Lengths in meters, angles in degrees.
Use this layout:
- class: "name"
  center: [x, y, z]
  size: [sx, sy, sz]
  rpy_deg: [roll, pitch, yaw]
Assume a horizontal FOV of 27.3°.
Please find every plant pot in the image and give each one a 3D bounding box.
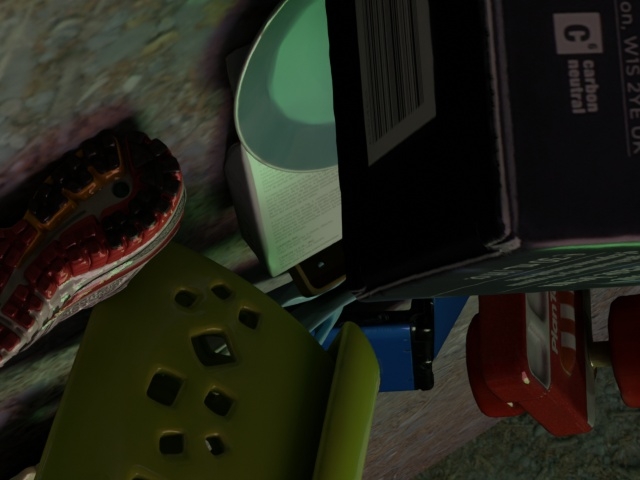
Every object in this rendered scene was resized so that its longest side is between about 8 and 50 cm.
- class: "plant pot"
  center: [-0.087, 0.161, 0.926]
  size: [0.207, 0.227, 0.228]
  rpy_deg: [18, 144, -8]
- class: "plant pot"
  center: [0.000, 0.000, 1.075]
  size: [0.081, 0.081, 0.083]
  rpy_deg: [-29, 174, -17]

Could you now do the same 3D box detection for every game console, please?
- class: "game console"
  center: [0.070, 0.055, 1.427]
  size: [0.250, 0.173, 0.293]
  rpy_deg: [-3, 161, 4]

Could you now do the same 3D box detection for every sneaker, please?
- class: "sneaker"
  center: [-0.174, 0.027, 0.815]
  size: [0.225, 0.088, 0.093]
  rpy_deg: [-32, 164, -5]

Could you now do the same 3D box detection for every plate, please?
- class: "plate"
  center: [0.023, -0.121, 0.832]
  size: [0.188, 0.024, 0.188]
  rpy_deg: [-25, 147, -18]

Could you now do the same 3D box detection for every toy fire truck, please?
- class: "toy fire truck"
  center: [0.197, 0.015, 1.154]
  size: [0.169, 0.302, 0.254]
  rpy_deg: [-7, 154, 23]

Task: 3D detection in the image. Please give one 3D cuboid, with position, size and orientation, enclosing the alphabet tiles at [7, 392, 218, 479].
- class: "alphabet tiles"
  center: [-0.185, 0.188, 1.231]
  size: [0.284, 0.021, 0.278]
  rpy_deg: [-31, 169, 36]

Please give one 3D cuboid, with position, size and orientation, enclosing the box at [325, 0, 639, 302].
- class: "box"
  center: [0.223, -0.092, 0.629]
  size: [0.395, 0.212, 0.293]
  rpy_deg: [-3, 174, -9]

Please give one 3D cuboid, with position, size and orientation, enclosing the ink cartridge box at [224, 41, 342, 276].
- class: "ink cartridge box"
  center: [0.018, -0.098, 0.927]
  size: [0.189, 0.066, 0.232]
  rpy_deg: [-29, 141, -15]

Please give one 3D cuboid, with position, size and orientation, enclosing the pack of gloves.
- class: "pack of gloves"
  center: [-0.004, 0.062, 1.119]
  size: [0.232, 0.046, 0.195]
  rpy_deg: [-32, -170, -32]
